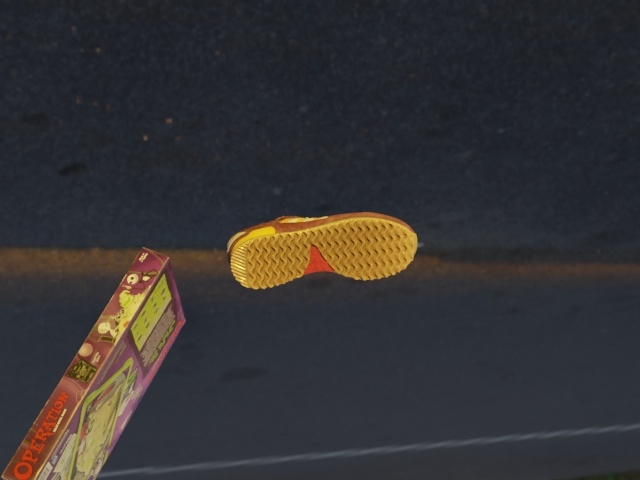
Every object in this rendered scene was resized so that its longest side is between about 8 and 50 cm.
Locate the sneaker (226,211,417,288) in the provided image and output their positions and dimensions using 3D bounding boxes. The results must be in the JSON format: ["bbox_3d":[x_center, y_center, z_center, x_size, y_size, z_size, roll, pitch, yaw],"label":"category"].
[{"bbox_3d":[0.000,0.000,0.965,0.186,0.069,0.084,-4,-161,-9],"label":"sneaker"}]

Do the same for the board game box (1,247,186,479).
[{"bbox_3d":[-0.291,0.201,1.316,0.056,0.346,0.208,19,151,15],"label":"board game box"}]
